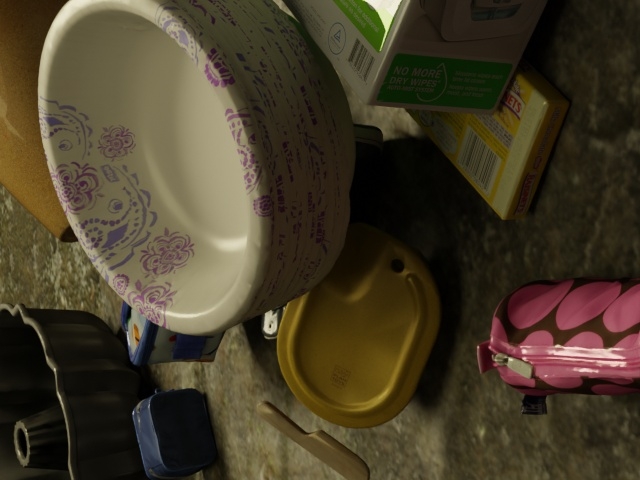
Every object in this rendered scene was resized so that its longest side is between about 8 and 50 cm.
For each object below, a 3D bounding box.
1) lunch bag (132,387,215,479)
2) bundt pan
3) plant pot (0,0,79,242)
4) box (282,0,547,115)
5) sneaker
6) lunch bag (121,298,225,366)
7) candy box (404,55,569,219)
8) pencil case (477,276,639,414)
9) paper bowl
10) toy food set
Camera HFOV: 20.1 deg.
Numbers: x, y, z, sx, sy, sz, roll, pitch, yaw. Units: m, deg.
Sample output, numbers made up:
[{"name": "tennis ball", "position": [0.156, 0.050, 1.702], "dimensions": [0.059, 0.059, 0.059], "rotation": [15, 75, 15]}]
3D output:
[{"name": "lunch bag", "position": [-0.158, 0.202, 1.911], "dimensions": [0.065, 0.067, 0.098], "rotation": [-37, 62, 58]}, {"name": "bundt pan", "position": [-0.292, 0.227, 2.105], "dimensions": [0.331, 0.124, 0.331], "rotation": [21, 115, 58]}, {"name": "plant pot", "position": [-0.284, -0.134, 1.947], "dimensions": [0.254, 0.237, 0.237], "rotation": [63, 148, 10]}, {"name": "box", "position": [0.061, -0.260, 1.326], "dimensions": [0.262, 0.126, 0.231], "rotation": [54, 132, 43]}, {"name": "sneaker", "position": [0.002, 0.000, 1.540], "dimensions": [0.226, 0.086, 0.163], "rotation": [132, 137, -66]}, {"name": "lunch bag", "position": [-0.130, -0.017, 1.692], "dimensions": [0.303, 0.115, 0.243], "rotation": [112, 158, -64]}, {"name": "candy box", "position": [0.113, -0.116, 1.388], "dimensions": [0.206, 0.027, 0.105], "rotation": [53, 134, 44]}, {"name": "pencil case", "position": [0.197, 0.068, 1.197], "dimensions": [0.209, 0.098, 0.095], "rotation": [-11, 86, 61]}, {"name": "paper bowl", "position": [-0.084, -0.080, 1.421], "dimensions": [0.284, 0.148, 0.284], "rotation": [28, 129, 41]}, {"name": "toy food set", "position": [0.035, 0.081, 1.510], "dimensions": [0.128, 0.071, 0.218], "rotation": [28, 116, 14]}]
